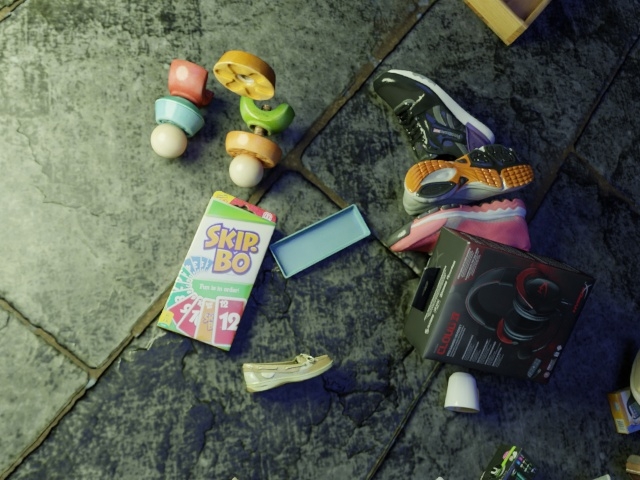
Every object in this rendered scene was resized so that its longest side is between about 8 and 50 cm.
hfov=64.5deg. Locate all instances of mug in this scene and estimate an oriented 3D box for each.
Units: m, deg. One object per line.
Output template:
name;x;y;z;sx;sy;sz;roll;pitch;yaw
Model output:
mug;0.263;0.282;0.941;0.062;0.078;0.064;1;64;16

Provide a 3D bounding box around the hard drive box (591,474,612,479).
hard drive box;0.521;0.555;0.856;0.089;0.232;0.181;-36;91;22

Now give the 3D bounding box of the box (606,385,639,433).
box;0.671;0.346;1.063;0.136;0.028;0.081;-9;79;-18

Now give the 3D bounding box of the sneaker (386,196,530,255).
sneaker;0.281;0.003;0.973;0.313;0.116;0.136;-9;76;-20

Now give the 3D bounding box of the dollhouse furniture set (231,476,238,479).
dollhouse furniture set;-0.187;0.486;0.752;0.303;0.174;0.355;42;38;9

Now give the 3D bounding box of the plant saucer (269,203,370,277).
plant saucer;0.000;0.000;0.942;0.192;0.018;0.067;-27;86;-21

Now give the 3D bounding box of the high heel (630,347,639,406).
high heel;0.723;0.336;1.043;0.186;0.093;0.261;30;54;-33

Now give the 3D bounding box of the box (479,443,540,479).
box;0.344;0.423;0.921;0.052;0.062;0.083;44;68;-2

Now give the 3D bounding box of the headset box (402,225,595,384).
headset box;0.300;0.115;0.910;0.293;0.110;0.218;16;102;-15

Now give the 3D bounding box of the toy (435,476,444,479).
toy;0.235;0.506;0.803;0.136;0.056;0.237;-33;53;-22

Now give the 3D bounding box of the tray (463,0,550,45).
tray;0.506;-0.677;1.241;0.203;0.076;0.411;43;68;-3

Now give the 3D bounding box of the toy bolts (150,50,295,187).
toy bolts;-0.179;-0.200;0.850;0.228;0.218;0.159;16;78;6

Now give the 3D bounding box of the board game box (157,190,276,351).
board game box;-0.169;0.045;0.870;0.124;0.039;0.260;23;68;-12

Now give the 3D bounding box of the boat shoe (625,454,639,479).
boat shoe;0.718;0.546;0.981;0.324;0.123;0.116;41;71;-3

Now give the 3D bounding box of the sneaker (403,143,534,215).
sneaker;0.281;-0.110;0.997;0.262;0.121;0.099;-8;68;-7

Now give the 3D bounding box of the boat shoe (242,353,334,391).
boat shoe;-0.052;0.212;0.853;0.152;0.056;0.048;-12;85;-12

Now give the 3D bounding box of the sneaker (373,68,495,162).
sneaker;0.217;-0.228;1.024;0.283;0.107;0.124;32;75;-8
